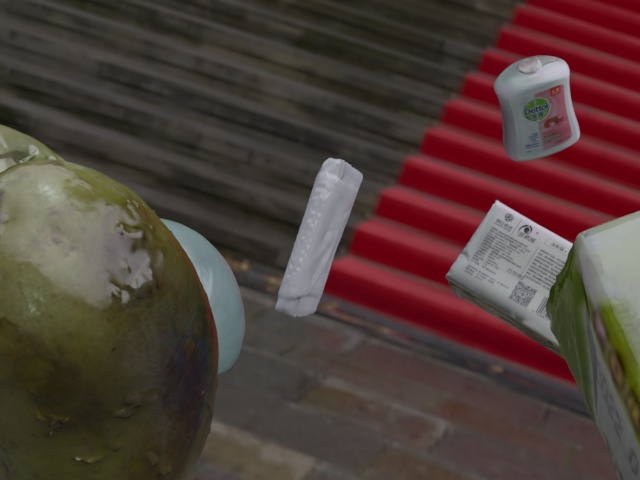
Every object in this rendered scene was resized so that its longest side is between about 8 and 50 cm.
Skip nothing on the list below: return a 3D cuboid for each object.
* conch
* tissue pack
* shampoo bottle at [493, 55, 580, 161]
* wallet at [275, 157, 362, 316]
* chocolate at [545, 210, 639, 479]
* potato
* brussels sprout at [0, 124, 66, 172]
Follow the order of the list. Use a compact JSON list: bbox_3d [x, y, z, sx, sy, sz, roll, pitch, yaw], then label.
[{"bbox_3d":[-0.152,0.058,1.464,0.185,0.121,0.221,61,31,3],"label":"conch"},{"bbox_3d":[0.227,0.045,1.562,0.149,0.106,0.099,32,-6,22],"label":"tissue pack"},{"bbox_3d":[0.198,-0.125,1.346,0.072,0.099,0.043,-19,43,-2],"label":"shampoo bottle"},{"bbox_3d":[0.000,0.000,1.638,0.032,0.183,0.124,18,-1,15],"label":"wallet"},{"bbox_3d":[0.313,0.084,0.847,0.137,0.301,0.288,64,7,-59],"label":"chocolate"},{"bbox_3d":[-0.165,0.071,1.047,0.173,0.307,0.210,15,53,20],"label":"potato"},{"bbox_3d":[-0.388,0.019,1.729,0.281,0.289,0.354,3,-39,21],"label":"brussels sprout"}]
